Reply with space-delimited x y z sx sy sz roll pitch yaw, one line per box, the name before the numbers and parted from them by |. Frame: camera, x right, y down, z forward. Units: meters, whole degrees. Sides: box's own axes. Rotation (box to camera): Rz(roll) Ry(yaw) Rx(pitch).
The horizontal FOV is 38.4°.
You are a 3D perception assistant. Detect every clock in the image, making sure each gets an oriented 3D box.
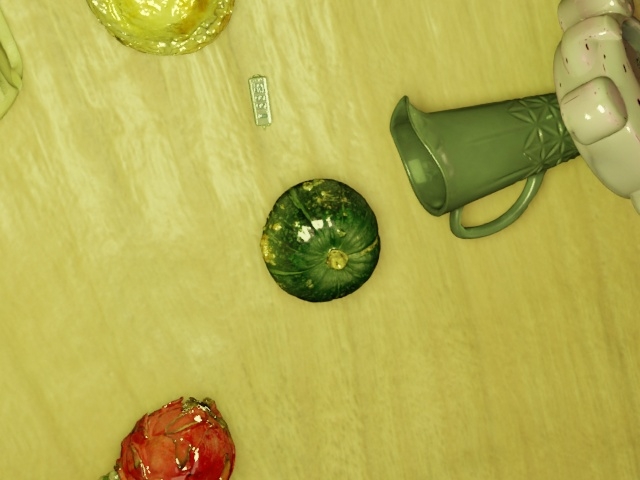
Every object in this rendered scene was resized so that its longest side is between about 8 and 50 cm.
clock | 0.451 -0.203 1.340 0.113 0.322 0.295 -28 119 37

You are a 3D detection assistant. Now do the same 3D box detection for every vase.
vase | 0.273 -0.135 1.406 0.301 0.156 0.251 -17 112 -14

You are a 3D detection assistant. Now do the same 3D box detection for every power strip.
power strip | -0.089 -0.206 1.377 0.027 0.017 0.083 -10 101 -8

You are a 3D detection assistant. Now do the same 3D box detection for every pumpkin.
pumpkin | 0.000 0.001 1.366 0.190 0.146 0.190 -2 99 -10

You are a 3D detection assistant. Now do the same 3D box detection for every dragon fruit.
dragon fruit | -0.216 0.332 1.372 0.209 0.172 0.172 -41 106 13

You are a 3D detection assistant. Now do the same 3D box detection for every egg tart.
egg tart | -0.220 -0.358 1.284 0.213 0.090 0.212 -2 100 -11

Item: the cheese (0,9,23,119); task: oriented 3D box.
cheese | -0.534 -0.248 1.224 0.233 0.127 0.266 -25 102 -3
